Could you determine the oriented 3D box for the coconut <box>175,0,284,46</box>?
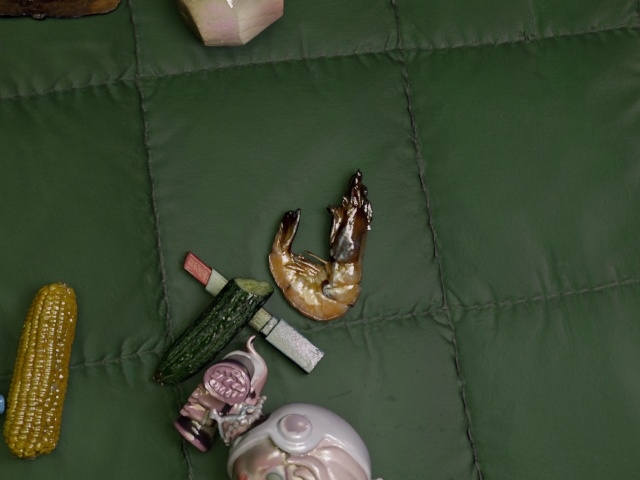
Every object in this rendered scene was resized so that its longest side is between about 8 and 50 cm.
[{"bbox_3d":[-0.165,-0.483,1.788,0.236,0.197,0.237,0,78,0],"label":"coconut"}]

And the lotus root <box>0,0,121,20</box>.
[{"bbox_3d":[-0.538,-0.503,1.815,0.329,0.078,0.167,-7,79,-7],"label":"lotus root"}]

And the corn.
[{"bbox_3d":[-0.484,0.221,1.672,0.102,0.102,0.313,5,79,-5],"label":"corn"}]

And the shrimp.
[{"bbox_3d":[0.000,0.001,1.783,0.178,0.075,0.289,9,92,-1],"label":"shrimp"}]

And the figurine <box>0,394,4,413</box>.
[{"bbox_3d":[-0.678,0.273,1.614,0.262,0.154,0.180,-4,38,-34],"label":"figurine"}]

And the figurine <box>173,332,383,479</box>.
[{"bbox_3d":[-0.065,0.340,1.623,0.211,0.253,0.361,-37,77,-27],"label":"figurine"}]

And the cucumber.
[{"bbox_3d":[-0.192,0.164,1.701,0.077,0.077,0.265,41,99,3],"label":"cucumber"}]

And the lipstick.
[{"bbox_3d":[-0.130,0.127,1.749,0.312,0.051,0.051,38,82,3],"label":"lipstick"}]
